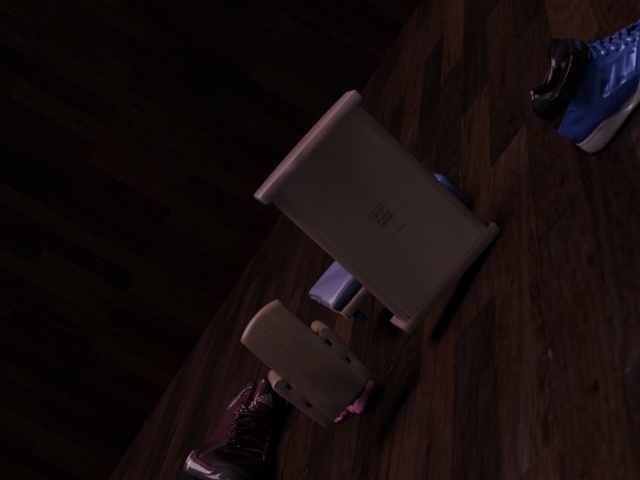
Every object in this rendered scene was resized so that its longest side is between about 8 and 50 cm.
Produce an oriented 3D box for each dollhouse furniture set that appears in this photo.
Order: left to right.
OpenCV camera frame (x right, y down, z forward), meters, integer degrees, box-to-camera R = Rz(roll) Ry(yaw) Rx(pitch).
[{"bbox_3d":[0.000,0.000,1.097,0.286,0.198,0.303,-48,11,-4],"label":"dollhouse furniture set"}]

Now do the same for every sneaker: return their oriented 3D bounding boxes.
[{"bbox_3d":[-0.102,0.256,1.354,0.162,0.106,0.281,-59,8,-11],"label":"sneaker"},{"bbox_3d":[0.016,0.167,1.124,0.047,0.057,0.119,-68,11,-25],"label":"sneaker"},{"bbox_3d":[0.233,-0.152,0.829,0.152,0.084,0.058,-56,10,26],"label":"sneaker"}]
